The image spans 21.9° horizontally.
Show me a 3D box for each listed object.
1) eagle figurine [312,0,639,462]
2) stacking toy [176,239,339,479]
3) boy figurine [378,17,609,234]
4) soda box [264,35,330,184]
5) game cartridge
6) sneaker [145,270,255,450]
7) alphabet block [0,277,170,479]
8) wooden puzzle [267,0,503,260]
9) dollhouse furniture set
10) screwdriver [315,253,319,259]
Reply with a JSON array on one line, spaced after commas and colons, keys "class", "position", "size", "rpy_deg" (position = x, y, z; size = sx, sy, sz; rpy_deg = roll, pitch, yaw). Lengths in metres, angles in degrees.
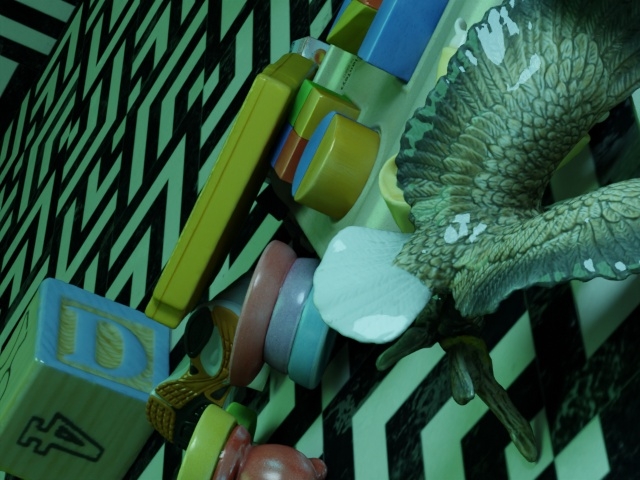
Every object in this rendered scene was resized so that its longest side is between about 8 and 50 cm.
[{"class": "eagle figurine", "position": [0.157, -0.023, 1.223], "size": [0.298, 0.226, 0.225], "rpy_deg": [-57, 1, 39]}, {"class": "stacking toy", "position": [-0.035, 0.174, 1.689], "size": [0.279, 0.130, 0.309], "rpy_deg": [89, -160, -72]}, {"class": "boy figurine", "position": [0.151, -0.121, 1.363], "size": [0.285, 0.092, 0.177], "rpy_deg": [-48, 51, 6]}, {"class": "soda box", "position": [-0.031, -0.156, 2.039], "size": [0.063, 0.058, 0.183], "rpy_deg": [0, 67, 69]}, {"class": "game cartridge", "position": [-0.095, -0.064, 1.811], "size": [0.285, 0.053, 0.323], "rpy_deg": [-64, -1, 11]}, {"class": "sneaker", "position": [-0.115, 0.142, 1.912], "size": [0.121, 0.099, 0.262], "rpy_deg": [-48, -8, -47]}, {"class": "alphabet block", "position": [-0.328, 0.202, 2.214], "size": [0.197, 0.193, 0.192], "rpy_deg": [-56, 21, 29]}, {"class": "wooden puzzle", "position": [0.045, -0.149, 1.587], "size": [0.322, 0.080, 0.348], "rpy_deg": [-63, 20, 9]}, {"class": "dollhouse furniture set", "position": [0.003, -0.045, 1.903], "size": [0.114, 0.091, 0.081], "rpy_deg": [-46, -24, -7]}, {"class": "screwdriver", "position": [0.000, 0.000, 1.842], "size": [0.025, 0.024, 0.170], "rpy_deg": [20, 89, 41]}]
